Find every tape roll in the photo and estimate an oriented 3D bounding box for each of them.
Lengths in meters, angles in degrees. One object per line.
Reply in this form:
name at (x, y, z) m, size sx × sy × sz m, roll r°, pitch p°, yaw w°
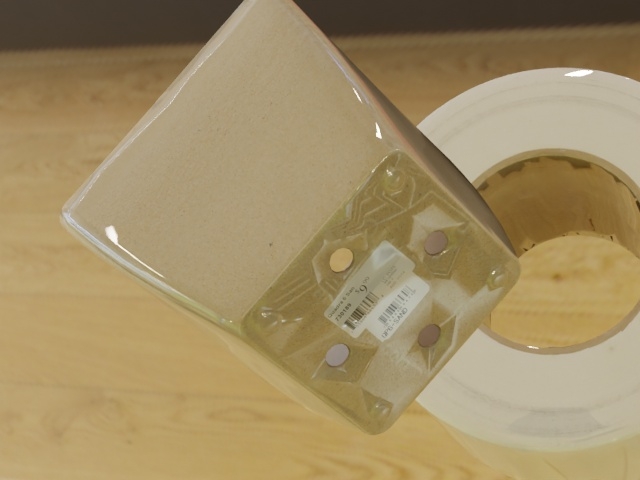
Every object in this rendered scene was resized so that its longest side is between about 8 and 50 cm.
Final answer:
tape roll at (0.159, 0.031, 0.940) m, size 0.246 × 0.169 × 0.246 m, roll -5°, pitch 71°, yaw 14°

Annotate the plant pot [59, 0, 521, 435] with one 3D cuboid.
plant pot at (0.000, 0.000, 0.475) m, size 0.109 × 0.109 × 0.096 m, roll -48°, pitch 37°, yaw 1°
